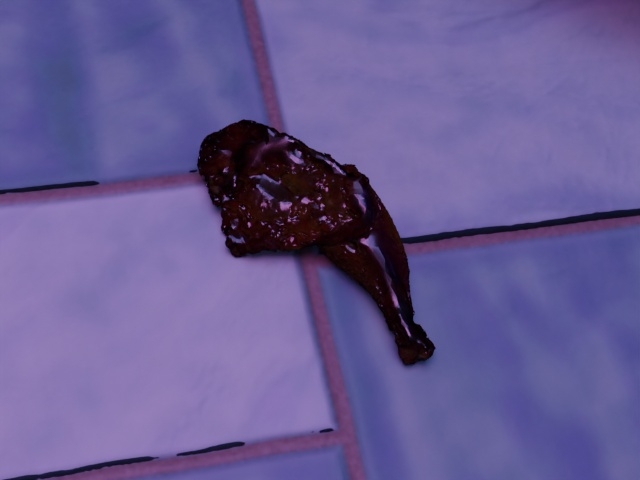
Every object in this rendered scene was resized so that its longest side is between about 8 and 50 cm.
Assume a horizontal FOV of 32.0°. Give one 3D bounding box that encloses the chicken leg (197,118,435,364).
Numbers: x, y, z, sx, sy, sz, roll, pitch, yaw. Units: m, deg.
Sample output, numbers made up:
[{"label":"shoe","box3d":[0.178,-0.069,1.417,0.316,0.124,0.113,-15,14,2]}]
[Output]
[{"label":"chicken leg","box3d":[0.003,-0.007,0.732,0.205,0.053,0.093,31,84,16]}]
